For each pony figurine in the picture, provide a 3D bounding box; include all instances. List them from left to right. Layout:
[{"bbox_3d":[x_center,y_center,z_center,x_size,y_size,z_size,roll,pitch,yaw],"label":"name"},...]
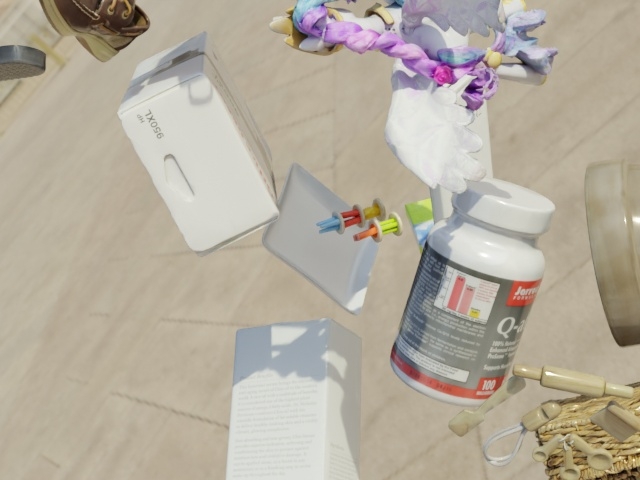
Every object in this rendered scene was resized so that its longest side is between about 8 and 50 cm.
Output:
[{"bbox_3d":[0.156,-0.264,1.331,0.351,0.363,0.303,32,123,40],"label":"pony figurine"}]

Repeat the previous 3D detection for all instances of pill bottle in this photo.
[{"bbox_3d":[0.264,0.085,1.683,0.210,0.210,0.363,-115,38,-67],"label":"pill bottle"}]

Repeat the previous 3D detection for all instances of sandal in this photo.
[{"bbox_3d":[-0.499,-0.252,1.362,0.254,0.055,0.097,-3,-6,13],"label":"sandal"}]

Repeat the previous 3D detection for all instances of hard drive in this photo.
[{"bbox_3d":[0.282,-0.180,1.982,0.040,0.308,0.203,16,43,34],"label":"hard drive"}]

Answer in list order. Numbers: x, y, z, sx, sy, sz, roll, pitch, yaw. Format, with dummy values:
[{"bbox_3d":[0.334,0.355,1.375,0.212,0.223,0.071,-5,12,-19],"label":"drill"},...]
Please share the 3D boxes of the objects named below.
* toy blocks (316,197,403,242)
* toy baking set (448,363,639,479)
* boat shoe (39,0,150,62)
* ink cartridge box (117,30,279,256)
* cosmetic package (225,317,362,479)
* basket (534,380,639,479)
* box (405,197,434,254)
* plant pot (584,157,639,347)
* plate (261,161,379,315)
[{"bbox_3d":[0.078,-0.030,2.022,0.148,0.054,0.123,-17,34,-21],"label":"toy blocks"},{"bbox_3d":[0.316,0.256,1.363,0.030,0.256,0.197,-66,-12,-59],"label":"toy baking set"},{"bbox_3d":[-0.341,-0.369,1.480,0.123,0.123,0.342,-22,-10,4],"label":"boat shoe"},{"bbox_3d":[-0.210,-0.186,1.751,0.166,0.286,0.395,-26,22,5],"label":"ink cartridge box"},{"bbox_3d":[-0.052,0.401,1.954,0.230,0.161,0.453,-9,65,27],"label":"cosmetic package"},{"bbox_3d":[0.536,0.374,1.667,0.299,0.223,0.213,-15,0,14],"label":"basket"},{"bbox_3d":[0.281,-0.034,2.406,0.109,0.042,0.178,-14,42,0],"label":"box"},{"bbox_3d":[0.610,0.004,1.603,0.280,0.323,0.323,-9,39,23],"label":"plant pot"},{"bbox_3d":[0.000,0.000,2.131,0.045,0.277,0.278,-35,24,38],"label":"plate"}]
